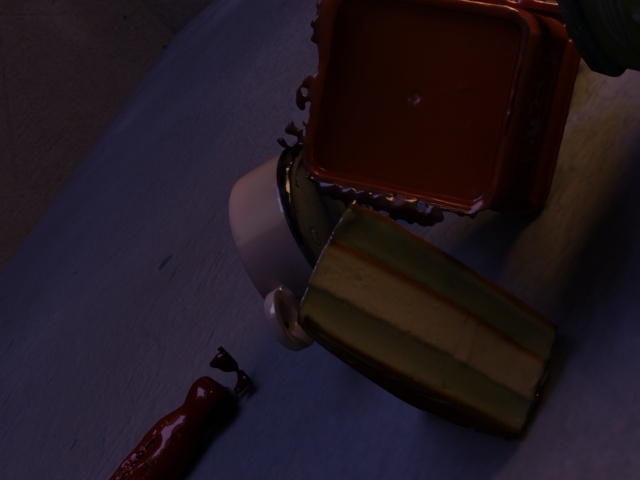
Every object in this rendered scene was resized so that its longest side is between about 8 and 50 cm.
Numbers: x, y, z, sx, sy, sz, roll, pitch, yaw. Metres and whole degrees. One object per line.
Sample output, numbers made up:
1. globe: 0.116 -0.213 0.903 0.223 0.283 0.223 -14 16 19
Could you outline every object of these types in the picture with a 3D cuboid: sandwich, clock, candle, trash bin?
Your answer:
1. sandwich: 0.040 0.047 0.534 0.113 0.163 0.079 -2 62 63
2. clock: 0.000 0.000 0.723 0.063 0.155 0.229 -30 26 28
3. candle: -0.179 0.237 0.803 0.329 0.048 0.051 -50 8 -2
4. trash bin: 0.066 -0.097 0.589 0.239 0.184 0.161 -26 -53 -70

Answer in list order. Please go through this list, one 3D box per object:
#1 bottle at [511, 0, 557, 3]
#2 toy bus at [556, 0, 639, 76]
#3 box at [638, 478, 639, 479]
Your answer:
1. bottle: 0.181 -0.181 0.774 0.099 0.099 0.152 -28 25 41
2. toy bus: 0.286 -0.232 0.509 0.190 0.152 0.312 30 78 41
3. box: 0.095 0.205 0.203 0.349 0.141 0.288 -44 21 12
